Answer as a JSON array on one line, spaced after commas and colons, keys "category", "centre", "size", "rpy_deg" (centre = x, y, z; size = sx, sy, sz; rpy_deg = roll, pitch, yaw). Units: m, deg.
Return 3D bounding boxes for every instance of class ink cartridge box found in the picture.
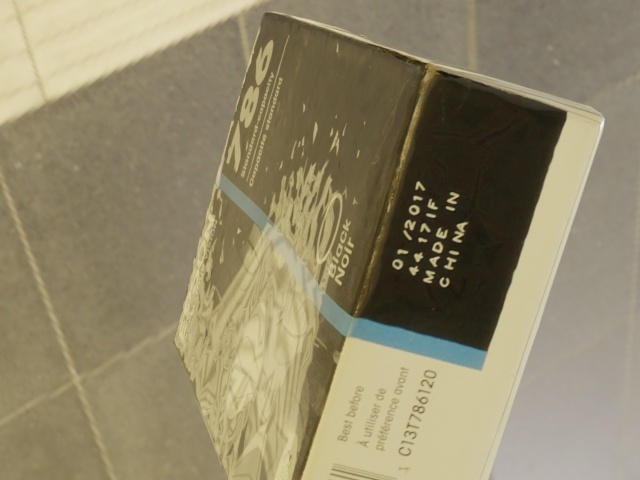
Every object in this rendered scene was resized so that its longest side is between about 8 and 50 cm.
[{"category": "ink cartridge box", "centre": [0.000, 0.000, 0.574], "size": [0.065, 0.332, 0.165], "rpy_deg": [14, 98, -13]}]
